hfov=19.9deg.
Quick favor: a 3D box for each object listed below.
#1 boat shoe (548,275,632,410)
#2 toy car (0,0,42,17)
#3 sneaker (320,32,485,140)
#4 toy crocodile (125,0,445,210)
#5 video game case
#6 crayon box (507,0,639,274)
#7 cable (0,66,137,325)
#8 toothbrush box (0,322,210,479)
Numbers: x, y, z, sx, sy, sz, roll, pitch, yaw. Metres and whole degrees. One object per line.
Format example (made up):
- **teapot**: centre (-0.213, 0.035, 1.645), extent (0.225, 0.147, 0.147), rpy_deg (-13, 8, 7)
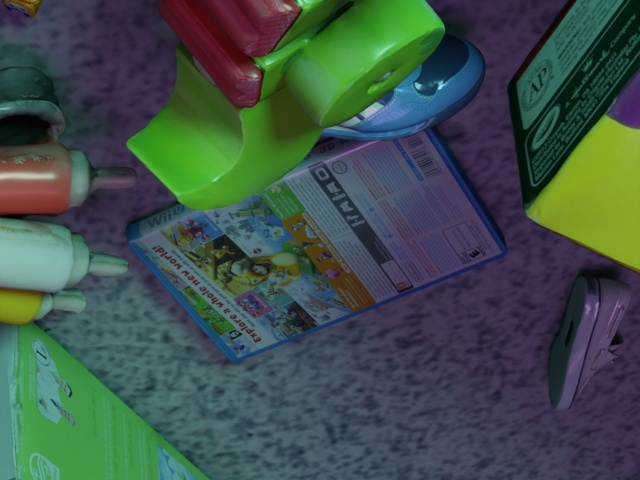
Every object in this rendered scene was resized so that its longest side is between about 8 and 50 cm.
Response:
- **boat shoe**: centre (0.153, 0.059, 1.026), extent (0.035, 0.035, 0.100), rpy_deg (2, 130, -8)
- **toy car**: centre (-0.181, -0.088, 0.793), extent (0.122, 0.060, 0.040), rpy_deg (5, 168, -6)
- **sneaker**: centre (0.006, -0.082, 0.832), extent (0.144, 0.053, 0.059), rpy_deg (-4, 136, -7)
- **toy crocodile**: centre (-0.006, -0.115, 0.652), extent (0.105, 0.115, 0.340), rpy_deg (-37, 173, -23)
- **video game case**: centre (0.000, 0.000, 0.948), extent (0.166, 0.015, 0.119), rpy_deg (-22, 137, 14)
- **crayon box**: centre (0.298, -0.098, 0.661), extent (0.313, 0.106, 0.363), rpy_deg (24, 124, -17)
- **cable**: centre (-0.219, -0.009, 0.818), extent (0.287, 0.072, 0.139), rpy_deg (-6, 139, -32)
- **toothbrush box**: centre (-0.175, 0.194, 1.053), extent (0.206, 0.122, 0.283), rpy_deg (-24, 137, 16)
